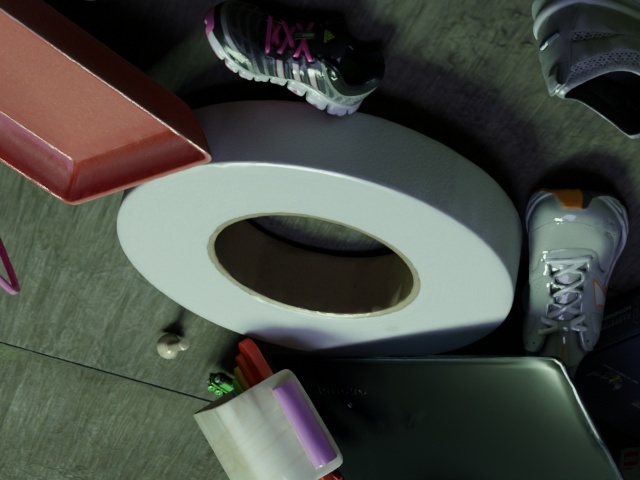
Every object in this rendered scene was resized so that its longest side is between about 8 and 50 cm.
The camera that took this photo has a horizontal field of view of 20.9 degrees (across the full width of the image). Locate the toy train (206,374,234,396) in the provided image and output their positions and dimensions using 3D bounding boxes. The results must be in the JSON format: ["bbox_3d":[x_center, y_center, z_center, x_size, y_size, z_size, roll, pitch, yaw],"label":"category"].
[{"bbox_3d":[-0.101,0.182,2.062,0.024,0.017,0.083,-28,133,32],"label":"toy train"}]

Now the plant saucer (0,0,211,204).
[{"bbox_3d":[-0.250,-0.134,1.512,0.258,0.048,0.259,35,152,-27],"label":"plant saucer"}]

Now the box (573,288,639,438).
[{"bbox_3d":[0.362,0.142,1.822,0.233,0.059,0.183,28,146,-26],"label":"box"}]

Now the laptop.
[{"bbox_3d":[0.227,0.214,1.875,0.382,0.236,0.408,-2,-177,43],"label":"laptop"}]

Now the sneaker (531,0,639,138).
[{"bbox_3d":[0.288,-0.107,1.384,0.281,0.115,0.105,19,148,-14],"label":"sneaker"}]

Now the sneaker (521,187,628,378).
[{"bbox_3d":[0.238,0.052,1.652,0.099,0.121,0.262,4,148,9],"label":"sneaker"}]

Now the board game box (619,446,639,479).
[{"bbox_3d":[0.507,0.327,2.083,0.193,0.053,0.305,-10,143,31],"label":"board game box"}]

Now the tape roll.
[{"bbox_3d":[0.000,0.000,1.661,0.392,0.072,0.392,9,153,5],"label":"tape roll"}]

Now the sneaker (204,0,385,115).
[{"bbox_3d":[-0.015,-0.161,1.440,0.170,0.063,0.075,25,147,-31],"label":"sneaker"}]

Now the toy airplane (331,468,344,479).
[{"bbox_3d":[0.011,0.225,1.972,0.028,0.151,0.151,-20,139,22],"label":"toy airplane"}]

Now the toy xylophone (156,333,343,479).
[{"bbox_3d":[-0.079,0.190,1.889,0.236,0.081,0.323,61,166,-7],"label":"toy xylophone"}]

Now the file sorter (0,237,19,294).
[{"bbox_3d":[-0.454,0.027,1.615,0.291,0.202,0.182,-33,140,2],"label":"file sorter"}]
